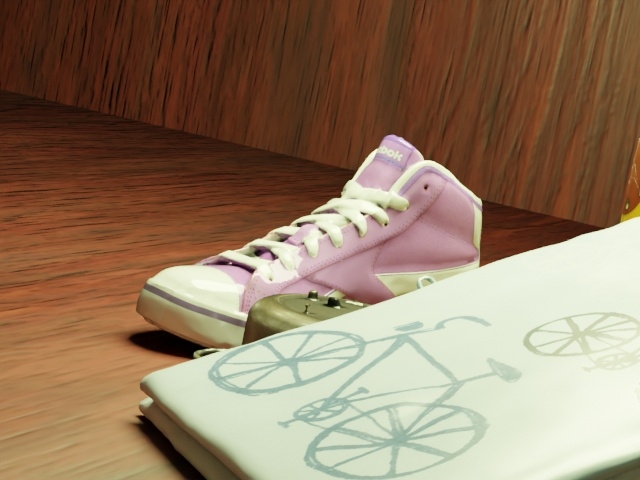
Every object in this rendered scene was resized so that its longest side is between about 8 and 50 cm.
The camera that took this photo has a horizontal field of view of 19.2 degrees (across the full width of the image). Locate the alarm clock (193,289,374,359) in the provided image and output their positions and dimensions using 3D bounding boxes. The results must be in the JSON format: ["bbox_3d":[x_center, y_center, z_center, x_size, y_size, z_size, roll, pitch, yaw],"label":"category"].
[{"bbox_3d":[0.001,0.070,1.182,0.192,0.064,0.129,0,13,-43],"label":"alarm clock"}]

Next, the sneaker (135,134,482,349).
[{"bbox_3d":[0.000,0.000,1.323,0.282,0.161,0.102,3,13,-42],"label":"sneaker"}]

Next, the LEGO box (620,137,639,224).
[{"bbox_3d":[0.427,0.080,1.206,0.372,0.193,0.500,10,8,-8],"label":"LEGO box"}]

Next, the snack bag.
[{"bbox_3d":[0.106,0.068,0.959,0.343,0.037,0.323,-18,16,-18],"label":"snack bag"}]
